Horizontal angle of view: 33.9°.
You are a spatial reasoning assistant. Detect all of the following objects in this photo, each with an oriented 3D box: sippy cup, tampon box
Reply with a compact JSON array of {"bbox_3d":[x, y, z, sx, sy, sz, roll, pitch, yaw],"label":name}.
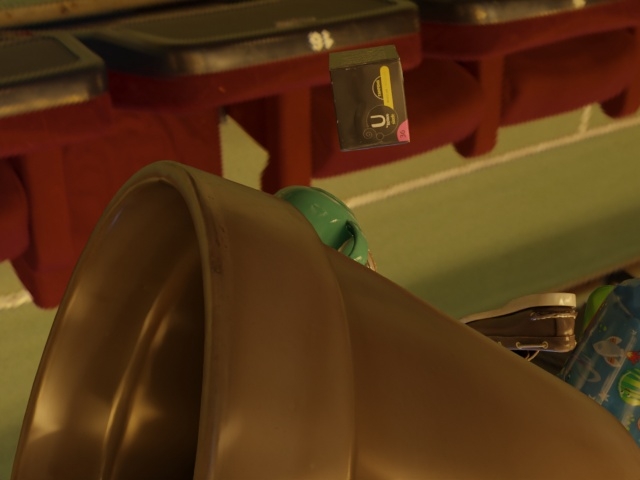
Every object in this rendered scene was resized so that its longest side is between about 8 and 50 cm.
[{"bbox_3d":[0.435,0.179,1.404,0.240,0.305,0.224,-15,130,-40],"label":"sippy cup"},{"bbox_3d":[0.070,-0.209,1.514,0.101,0.161,0.120,-8,108,4],"label":"tampon box"}]

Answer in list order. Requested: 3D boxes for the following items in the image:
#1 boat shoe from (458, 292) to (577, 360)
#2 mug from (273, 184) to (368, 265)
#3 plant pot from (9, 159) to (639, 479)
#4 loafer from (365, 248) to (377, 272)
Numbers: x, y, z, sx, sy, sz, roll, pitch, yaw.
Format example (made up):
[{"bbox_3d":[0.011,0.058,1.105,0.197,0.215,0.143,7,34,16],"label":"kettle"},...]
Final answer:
[{"bbox_3d":[0.329,0.164,1.793,0.117,0.096,0.324,2,165,-22],"label":"boat shoe"},{"bbox_3d":[-0.002,0.002,1.228,0.097,0.158,0.129,-56,158,-19],"label":"mug"},{"bbox_3d":[0.008,0.150,0.537,0.280,0.323,0.323,15,111,-23],"label":"plant pot"},{"bbox_3d":[0.046,0.013,1.361,0.045,0.125,0.039,-25,-178,37],"label":"loafer"}]
